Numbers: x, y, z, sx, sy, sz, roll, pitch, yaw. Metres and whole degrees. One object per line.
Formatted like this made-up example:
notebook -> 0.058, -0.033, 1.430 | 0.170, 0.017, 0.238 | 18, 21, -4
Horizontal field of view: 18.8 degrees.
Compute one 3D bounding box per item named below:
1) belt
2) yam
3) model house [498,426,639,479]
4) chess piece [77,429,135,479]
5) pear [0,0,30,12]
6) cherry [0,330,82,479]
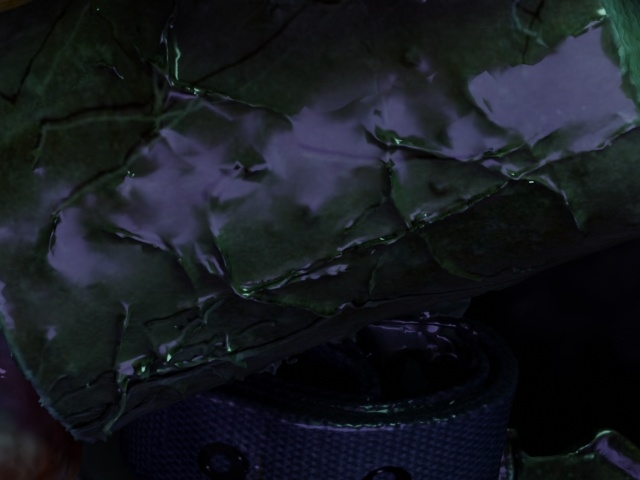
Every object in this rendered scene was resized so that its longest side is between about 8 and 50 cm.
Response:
belt -> -0.003, 0.085, 1.126 | 0.231, 0.139, 0.126 | 7, 127, 3
yam -> 0.007, -0.058, 0.938 | 0.348, 0.241, 0.241 | -18, 128, 16
model house -> 0.159, 0.179, 1.251 | 0.152, 0.106, 0.165 | -3, 166, -15
chess piece -> -0.149, 0.227, 1.219 | 0.133, 0.133, 0.243 | 21, 118, -20
pear -> -0.198, -0.204, 0.804 | 0.271, 0.271, 0.271 | -2, 130, -2
cherry -> -0.295, 0.060, 0.991 | 0.335, 0.291, 0.326 | 6, 148, 10
